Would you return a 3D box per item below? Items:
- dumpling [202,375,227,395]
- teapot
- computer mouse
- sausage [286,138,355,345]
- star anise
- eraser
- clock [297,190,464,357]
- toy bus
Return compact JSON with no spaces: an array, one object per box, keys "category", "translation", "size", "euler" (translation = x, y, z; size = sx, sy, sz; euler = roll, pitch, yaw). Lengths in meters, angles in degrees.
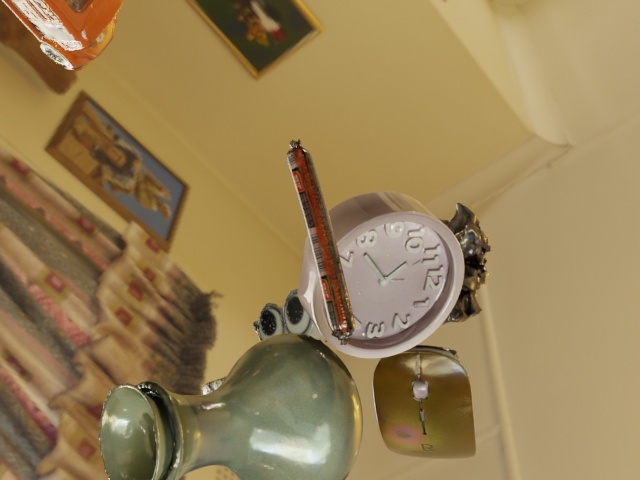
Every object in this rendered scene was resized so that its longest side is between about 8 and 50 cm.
[{"category":"dumpling","translation":[-0.140,0.305,1.418],"size":[0.086,0.166,0.332],"euler":[-32,175,-24]},{"category":"teapot","translation":[-0.086,0.188,0.829],"size":[0.183,0.251,0.183],"euler":[-2,-93,46]},{"category":"computer mouse","translation":[0.176,0.286,1.358],"size":[0.158,0.310,0.072],"euler":[0,-134,13]},{"category":"sausage","translation":[0.000,0.000,0.762],"size":[0.028,0.198,0.025],"euler":[-21,170,41]},{"category":"star anise","translation":[0.250,0.061,1.527],"size":[0.223,0.109,0.236],"euler":[-29,-138,63]},{"category":"eraser","translation":[0.052,0.135,1.392],"size":[0.171,0.290,0.087],"euler":[-33,-116,43]},{"category":"clock","translation":[0.072,0.042,0.991],"size":[0.197,0.197,0.068],"euler":[-44,-147,3]},{"category":"toy bus","translation":[-0.440,-0.421,1.341],"size":[0.153,0.329,0.143],"euler":[19,-112,34]}]
